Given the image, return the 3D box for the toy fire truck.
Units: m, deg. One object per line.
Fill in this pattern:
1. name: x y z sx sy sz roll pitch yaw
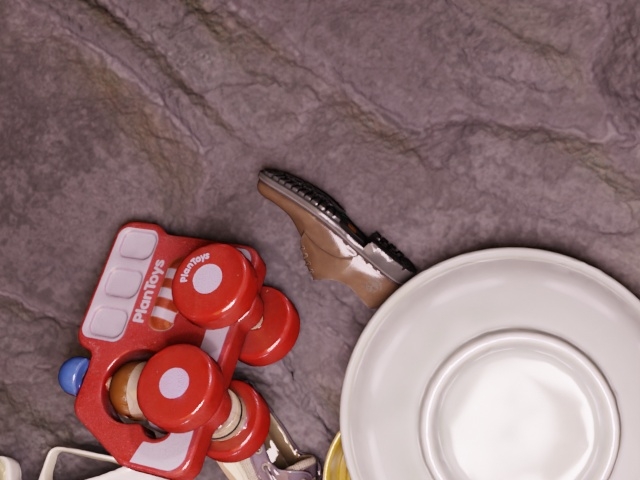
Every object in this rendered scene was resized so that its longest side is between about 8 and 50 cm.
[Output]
1. toy fire truck: -0.186 0.130 1.289 0.254 0.169 0.302 8 69 27

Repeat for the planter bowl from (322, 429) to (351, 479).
1. planter bowl: 0.114 0.287 1.288 0.217 0.090 0.217 0 89 4

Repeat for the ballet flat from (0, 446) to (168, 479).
1. ballet flat: -0.379 0.343 1.410 0.400 0.139 0.139 -6 94 9

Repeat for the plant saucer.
1. plant saucer: 0.218 0.205 1.187 0.401 0.100 0.400 0 88 5

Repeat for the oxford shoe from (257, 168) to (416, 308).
1. oxford shoe: 0.000 0.000 1.302 0.227 0.083 0.096 41 107 8

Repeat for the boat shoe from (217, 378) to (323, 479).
1. boat shoe: -0.043 0.301 1.329 0.092 0.103 0.285 -42 79 18
